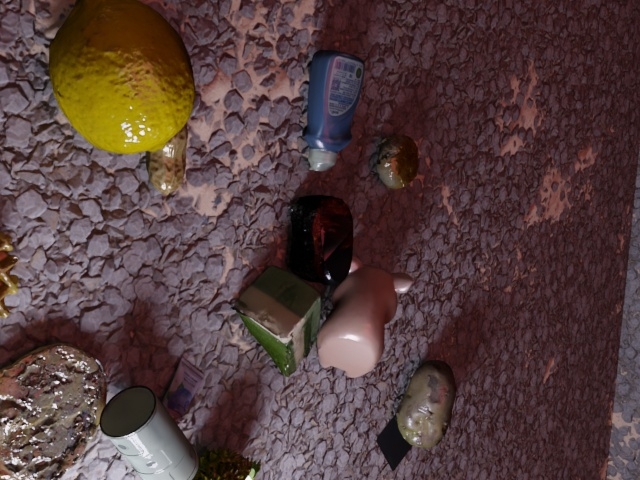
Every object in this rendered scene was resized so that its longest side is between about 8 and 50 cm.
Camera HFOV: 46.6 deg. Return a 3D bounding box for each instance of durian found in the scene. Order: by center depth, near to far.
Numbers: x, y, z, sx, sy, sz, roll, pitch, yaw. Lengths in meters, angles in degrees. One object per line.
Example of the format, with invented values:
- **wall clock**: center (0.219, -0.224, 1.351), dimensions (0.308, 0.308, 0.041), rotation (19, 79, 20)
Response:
- **durian**: center (-0.236, 0.579, 1.665), dimensions (0.176, 0.200, 0.237), rotation (37, 58, -15)

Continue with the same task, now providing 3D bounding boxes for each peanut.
- **peanut**: center (-0.311, -0.189, 1.515), dimensions (0.083, 0.093, 0.194), rotation (-16, 107, -55)

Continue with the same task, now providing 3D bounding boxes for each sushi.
- **sushi**: center (0.000, 0.000, 1.830), dimensions (0.136, 0.126, 0.225), rotation (-9, 98, -41)

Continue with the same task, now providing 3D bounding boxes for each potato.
- **potato**: center (0.324, 0.485, 2.211), dimensions (0.165, 0.165, 0.262), rotation (29, 81, -43)

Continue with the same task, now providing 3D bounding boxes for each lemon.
- **lemon**: center (-0.356, -0.300, 1.342), dimensions (0.253, 0.253, 0.310), rotation (-35, 120, -34)

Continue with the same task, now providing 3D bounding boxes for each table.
- **table**: center (-0.353, 0.417, 1.549), dimensions (0.126, 0.126, 0.220), rotation (-47, 136, -27)

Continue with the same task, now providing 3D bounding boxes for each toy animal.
- **toy animal**: center (0.106, 0.198, 1.915), dimensions (0.213, 0.195, 0.256), rotation (110, -3, -59)

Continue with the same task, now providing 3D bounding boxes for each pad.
- **pad**: center (0.225, 0.609, 2.242), dimensions (0.112, 0.003, 0.157), rotation (-46, 126, -28)

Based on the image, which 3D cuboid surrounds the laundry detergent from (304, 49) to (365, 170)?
- **laundry detergent**: center (0.024, -0.311, 1.815), dimensions (0.143, 0.094, 0.289), rotation (4, 98, -50)

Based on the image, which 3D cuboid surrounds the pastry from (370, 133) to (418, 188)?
- **pastry**: center (0.210, -0.214, 2.010), dimensions (0.153, 0.081, 0.153), rotation (-5, 97, -41)

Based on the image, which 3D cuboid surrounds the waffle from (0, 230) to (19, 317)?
- **waffle**: center (-0.644, 0.075, 1.275), dimensions (0.249, 0.056, 0.253), rotation (27, 80, -43)

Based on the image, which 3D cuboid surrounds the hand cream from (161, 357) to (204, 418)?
- **hand cream**: center (-0.312, 0.342, 1.653), dimensions (0.084, 0.053, 0.142), rotation (50, 54, -37)

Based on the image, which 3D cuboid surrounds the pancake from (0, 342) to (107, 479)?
- **pancake**: center (-0.534, 0.336, 1.435), dimensions (0.282, 0.049, 0.282), rotation (-9, 104, -43)

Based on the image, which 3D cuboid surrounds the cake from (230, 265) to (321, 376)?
- **cake**: center (-0.055, 0.223, 1.787), dimensions (0.158, 0.172, 0.283), rotation (-47, 128, -24)
